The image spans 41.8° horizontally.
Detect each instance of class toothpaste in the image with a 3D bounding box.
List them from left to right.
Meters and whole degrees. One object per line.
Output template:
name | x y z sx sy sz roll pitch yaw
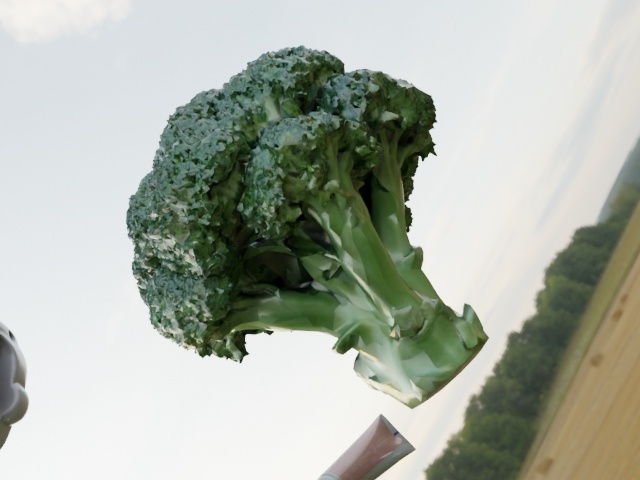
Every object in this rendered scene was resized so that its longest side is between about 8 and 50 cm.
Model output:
toothpaste | 0.050 0.280 1.052 0.194 0.067 0.043 -23 -29 -52

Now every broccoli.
broccoli | 0.000 0.000 0.597 0.270 0.270 0.270 -42 -17 -16

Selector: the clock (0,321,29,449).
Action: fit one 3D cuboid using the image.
clock | -0.379 0.093 0.707 0.189 0.189 0.254 -56 -23 -23
